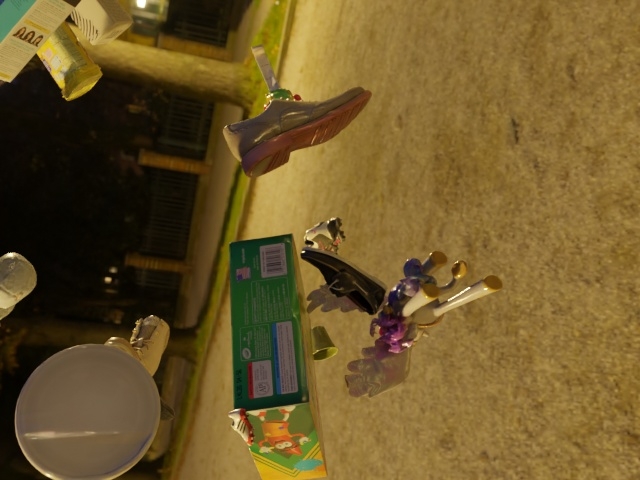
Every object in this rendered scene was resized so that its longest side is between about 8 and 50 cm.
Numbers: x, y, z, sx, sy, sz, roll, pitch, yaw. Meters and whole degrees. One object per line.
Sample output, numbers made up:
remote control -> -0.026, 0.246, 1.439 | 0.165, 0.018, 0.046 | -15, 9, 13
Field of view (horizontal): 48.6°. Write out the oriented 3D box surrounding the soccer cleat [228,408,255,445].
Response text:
soccer cleat -> -0.142, 0.340, 1.287 | 0.029, 0.036, 0.083 | -80, -21, -59

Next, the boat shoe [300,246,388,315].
boat shoe -> 0.049, 0.087, 1.584 | 0.084, 0.233, 0.079 | -7, 54, 61

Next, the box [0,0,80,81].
box -> -0.598, -0.436, 1.426 | 0.244, 0.060, 0.100 | -45, -11, 9

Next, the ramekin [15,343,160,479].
ramekin -> -0.461, 0.356, 1.411 | 0.127, 0.273, 0.272 | 121, 154, -56

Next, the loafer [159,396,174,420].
loafer -> -0.465, 0.431, 1.931 | 0.062, 0.170, 0.061 | -38, 25, 20

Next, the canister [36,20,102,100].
canister -> -0.594, -0.427, 1.637 | 0.073, 0.170, 0.126 | -39, 11, -39

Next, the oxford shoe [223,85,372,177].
oxford shoe -> -0.048, -0.301, 1.701 | 0.146, 0.397, 0.140 | 53, 152, 11

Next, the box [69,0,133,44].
box -> -0.619, -0.646, 1.825 | 0.094, 0.275, 0.113 | -34, 8, 21

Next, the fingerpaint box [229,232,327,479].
fingerpaint box -> -0.101, 0.274, 1.632 | 0.371, 0.163, 0.444 | 81, -179, -50

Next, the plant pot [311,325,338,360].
plant pot -> -0.001, 0.286, 1.994 | 0.083, 0.083, 0.079 | 116, 142, -52

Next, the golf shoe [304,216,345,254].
golf shoe -> 0.000, 0.000, 2.265 | 0.273, 0.120, 0.105 | 105, 152, -68

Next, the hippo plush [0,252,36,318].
hippo plush -> -0.746, 0.086, 1.485 | 0.294, 0.236, 0.234 | -34, 22, 17

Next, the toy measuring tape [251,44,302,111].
toy measuring tape -> -0.124, -0.426, 2.013 | 0.330, 0.121, 0.121 | 69, 161, 8

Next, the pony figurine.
pony figurine -> 0.191, 0.175, 1.650 | 0.363, 0.351, 0.302 | -54, 50, 47

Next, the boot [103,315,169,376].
boot -> -0.426, 0.250, 1.646 | 0.262, 0.095, 0.203 | 87, -167, -48
